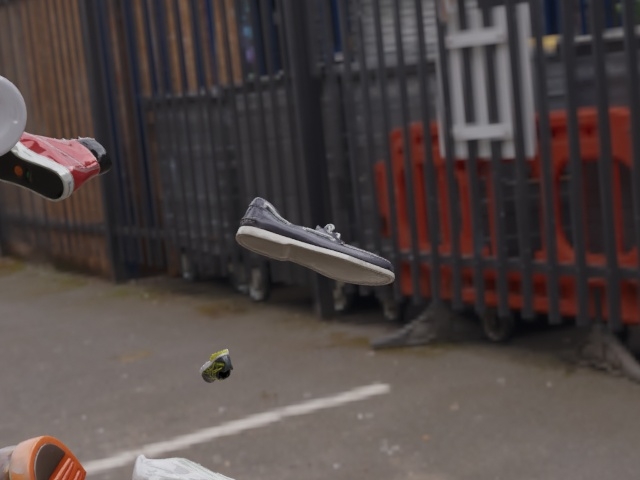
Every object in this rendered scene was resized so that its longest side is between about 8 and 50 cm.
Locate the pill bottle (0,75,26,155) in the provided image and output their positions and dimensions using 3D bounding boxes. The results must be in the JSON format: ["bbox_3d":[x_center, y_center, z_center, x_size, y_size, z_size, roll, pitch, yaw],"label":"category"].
[{"bbox_3d":[-0.446,-0.170,1.547,0.108,0.108,0.180,-9,20,-29],"label":"pill bottle"}]

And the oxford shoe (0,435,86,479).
[{"bbox_3d":[-0.343,0.401,1.643,0.132,0.364,0.130,-13,32,19],"label":"oxford shoe"}]

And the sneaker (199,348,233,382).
[{"bbox_3d":[-0.147,0.186,1.746,0.031,0.035,0.083,-13,-26,-28],"label":"sneaker"}]

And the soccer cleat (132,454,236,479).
[{"bbox_3d":[-0.168,0.340,1.716,0.196,0.068,0.076,18,28,-24],"label":"soccer cleat"}]

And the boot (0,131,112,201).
[{"bbox_3d":[-0.508,-0.166,2.227,0.244,0.088,0.176,27,33,13],"label":"boot"}]

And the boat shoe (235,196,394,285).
[{"bbox_3d":[0.000,0.000,1.540,0.206,0.065,0.075,17,-24,-5],"label":"boat shoe"}]
